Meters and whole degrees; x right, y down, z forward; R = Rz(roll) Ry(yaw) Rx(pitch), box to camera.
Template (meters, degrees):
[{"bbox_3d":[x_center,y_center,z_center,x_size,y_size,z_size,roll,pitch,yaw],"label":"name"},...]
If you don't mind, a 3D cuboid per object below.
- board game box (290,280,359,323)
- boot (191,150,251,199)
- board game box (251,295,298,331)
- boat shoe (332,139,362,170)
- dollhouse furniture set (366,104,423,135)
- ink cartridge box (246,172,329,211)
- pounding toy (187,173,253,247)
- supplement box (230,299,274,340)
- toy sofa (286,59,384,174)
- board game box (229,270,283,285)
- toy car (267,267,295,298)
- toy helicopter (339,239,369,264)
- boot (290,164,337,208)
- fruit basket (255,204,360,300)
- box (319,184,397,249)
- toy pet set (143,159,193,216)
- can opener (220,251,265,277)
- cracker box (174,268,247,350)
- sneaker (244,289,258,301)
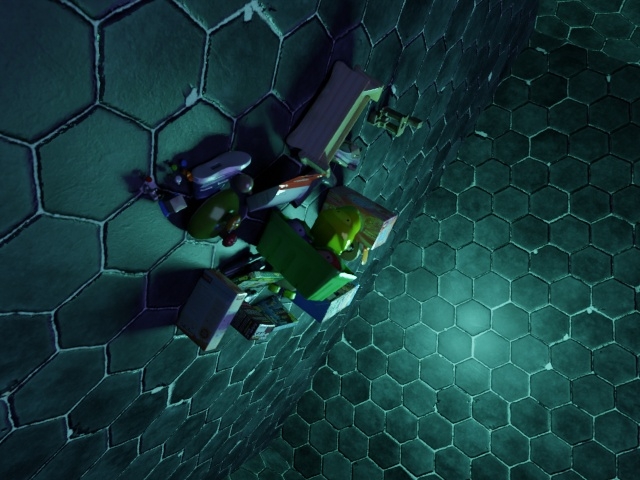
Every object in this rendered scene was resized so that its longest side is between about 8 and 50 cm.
[{"bbox_3d":[0.016,0.260,2.181,0.291,0.232,0.141,-21,140,-55],"label":"board game box"},{"bbox_3d":[-0.281,-0.185,1.189,0.190,0.069,0.086,-30,155,-35],"label":"boot"},{"bbox_3d":[-0.233,0.338,1.887,0.194,0.194,0.060,-5,126,-45],"label":"board game box"},{"bbox_3d":[0.090,-0.349,1.670,0.103,0.113,0.302,-63,167,12],"label":"boat shoe"},{"bbox_3d":[0.313,-0.487,1.826,0.161,0.182,0.101,-35,150,-42],"label":"dollhouse furniture set"},{"bbox_3d":[-0.103,-0.160,1.404,0.189,0.233,0.066,-20,98,-55],"label":"ink cartridge box"},{"bbox_3d":[-0.264,-0.067,1.246,0.237,0.110,0.183,-45,172,-11],"label":"pounding toy"},{"bbox_3d":[-0.294,0.261,1.528,0.073,0.239,0.130,-56,158,1],"label":"supplement box"},{"bbox_3d":[0.046,-0.413,1.455,0.362,0.177,0.150,-58,178,1],"label":"toy sofa"},{"bbox_3d":[-0.247,0.155,1.667,0.136,0.030,0.260,-25,166,19],"label":"board game box"},{"bbox_3d":[-0.131,0.159,1.883,0.188,0.149,0.154,3,108,-78],"label":"toy car"},{"bbox_3d":[0.160,-0.038,2.062,0.140,0.235,0.354,-34,149,-43],"label":"toy helicopter"},{"bbox_3d":[-0.034,-0.203,1.648,0.208,0.076,0.189,-57,145,-16],"label":"boot"},{"bbox_3d":[0.000,0.000,1.604,0.392,0.392,0.283,-58,158,3],"label":"fruit basket"},{"bbox_3d":[0.165,-0.109,1.885,0.142,0.300,0.154,-23,142,-54],"label":"box"},{"bbox_3d":[-0.385,-0.128,1.077,0.122,0.065,0.114,-39,118,-43],"label":"toy pet set"},{"bbox_3d":[-0.286,0.090,1.559,0.186,0.073,0.059,-18,146,-43],"label":"can opener"},{"bbox_3d":[-0.373,0.233,1.438,0.232,0.156,0.067,-59,158,8],"label":"cracker box"},{"bbox_3d":[-0.306,0.245,1.760,0.098,0.038,0.069,-18,139,-43],"label":"sneaker"}]
